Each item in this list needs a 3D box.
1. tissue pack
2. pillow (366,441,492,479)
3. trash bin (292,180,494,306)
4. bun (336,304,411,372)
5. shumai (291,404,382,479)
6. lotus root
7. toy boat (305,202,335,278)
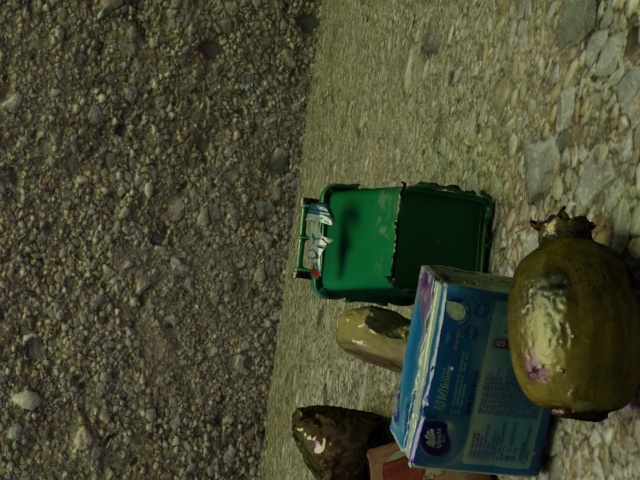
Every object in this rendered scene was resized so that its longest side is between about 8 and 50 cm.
[{"bbox_3d":[0.227,0.183,0.942,0.146,0.198,0.264,-132,51,-77],"label":"tissue pack"},{"bbox_3d":[0.181,0.408,1.092,0.084,0.236,0.223,51,-160,-34],"label":"pillow"},{"bbox_3d":[0.136,0.001,1.289,0.381,0.294,0.260,170,106,-71],"label":"trash bin"},{"bbox_3d":[0.138,0.202,1.356,0.237,0.209,0.116,-15,52,62],"label":"bun"},{"bbox_3d":[0.031,0.542,1.545,0.346,0.216,0.284,127,147,-85],"label":"shumai"},{"bbox_3d":[0.302,0.073,0.782,0.154,0.153,0.278,133,142,-69],"label":"lotus root"},{"bbox_3d":[-0.004,-0.009,1.278,0.105,0.034,0.150,50,138,50],"label":"toy boat"}]
